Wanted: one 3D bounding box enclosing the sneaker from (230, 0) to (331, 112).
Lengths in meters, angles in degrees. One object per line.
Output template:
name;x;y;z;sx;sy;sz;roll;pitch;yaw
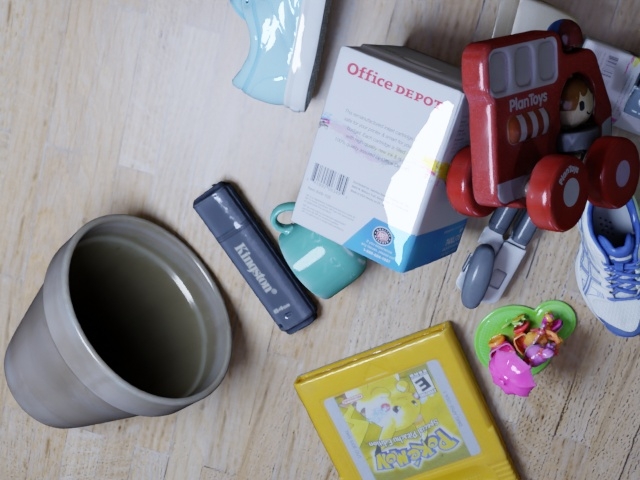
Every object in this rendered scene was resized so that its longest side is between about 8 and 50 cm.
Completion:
sneaker;-0.057;-0.373;1.566;0.150;0.135;0.365;12;108;2

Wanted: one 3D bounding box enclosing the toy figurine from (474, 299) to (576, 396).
toy figurine;0.323;0.177;1.666;0.173;0.159;0.130;-30;101;16

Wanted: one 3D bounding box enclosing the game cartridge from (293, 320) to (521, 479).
game cartridge;0.148;0.326;1.798;0.285;0.052;0.323;-22;102;15

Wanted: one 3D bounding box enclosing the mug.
mug;0.005;0.008;1.668;0.097;0.129;0.158;-36;142;16

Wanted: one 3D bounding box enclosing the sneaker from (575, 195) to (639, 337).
sneaker;0.438;0.024;1.616;0.112;0.131;0.296;-14;106;11

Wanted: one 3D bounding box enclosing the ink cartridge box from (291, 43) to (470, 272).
ink cartridge box;0.119;-0.126;1.554;0.198;0.197;0.270;27;111;25

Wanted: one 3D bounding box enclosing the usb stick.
usb stick;-0.105;0.029;1.746;0.077;0.045;0.278;-32;100;16

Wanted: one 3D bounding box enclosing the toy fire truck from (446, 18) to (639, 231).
toy fire truck;0.302;-0.161;1.440;0.169;0.302;0.253;14;115;44

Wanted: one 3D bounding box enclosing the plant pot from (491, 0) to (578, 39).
plant pot;0.310;-0.298;1.552;0.096;0.109;0.109;10;109;-7

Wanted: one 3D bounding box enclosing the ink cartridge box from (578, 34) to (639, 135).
ink cartridge box;0.453;-0.219;1.572;0.181;0.061;0.104;22;110;3

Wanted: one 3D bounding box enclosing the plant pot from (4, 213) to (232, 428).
plant pot;-0.349;0.165;1.715;0.280;0.323;0.323;-35;99;34

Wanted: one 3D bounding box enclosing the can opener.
can opener;0.297;-0.019;1.642;0.076;0.095;0.283;26;110;0

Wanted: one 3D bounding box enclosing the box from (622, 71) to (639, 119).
box;0.556;-0.204;1.469;0.233;0.183;0.059;26;148;12
